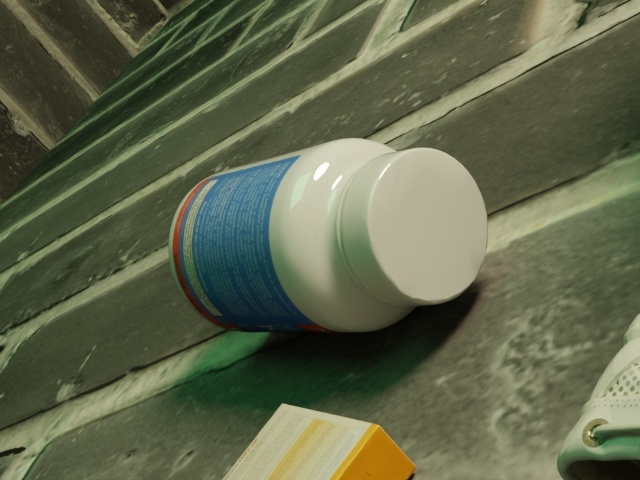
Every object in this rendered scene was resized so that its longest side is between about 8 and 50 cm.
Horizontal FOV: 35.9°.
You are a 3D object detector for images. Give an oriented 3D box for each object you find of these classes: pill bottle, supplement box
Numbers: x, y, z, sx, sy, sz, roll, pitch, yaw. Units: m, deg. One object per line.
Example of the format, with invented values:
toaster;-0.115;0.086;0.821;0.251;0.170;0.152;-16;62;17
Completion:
pill bottle;0.000;0.000;0.651;0.124;0.124;0.221;-51;23;-26
supplement box;-0.004;0.126;0.524;0.062;0.036;0.098;-50;23;-23

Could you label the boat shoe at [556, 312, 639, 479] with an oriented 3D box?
boat shoe;0.161;0.079;0.262;0.096;0.098;0.277;-45;12;-12
